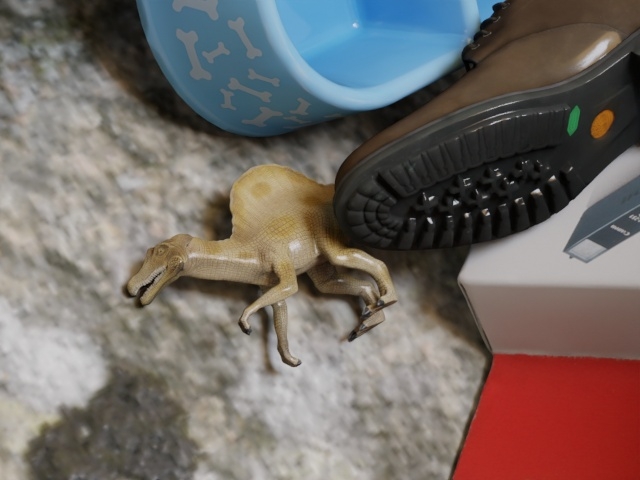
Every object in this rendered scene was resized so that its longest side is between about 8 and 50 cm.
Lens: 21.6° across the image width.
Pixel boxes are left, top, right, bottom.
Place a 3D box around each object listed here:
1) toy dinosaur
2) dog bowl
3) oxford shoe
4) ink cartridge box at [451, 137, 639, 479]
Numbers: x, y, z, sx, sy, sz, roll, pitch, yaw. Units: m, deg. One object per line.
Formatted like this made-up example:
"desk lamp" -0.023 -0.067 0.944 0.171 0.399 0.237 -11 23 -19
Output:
"toy dinosaur" 0.000 0.000 0.795 0.183 0.053 0.092 -25 77 -37
"dog bowl" 0.042 -0.157 0.843 0.297 0.074 0.165 -29 114 -37
"oxford shoe" 0.096 -0.067 0.808 0.227 0.082 0.096 -26 47 -18
"ink cartridge box" 0.205 0.037 0.756 0.066 0.296 0.261 63 39 -39
